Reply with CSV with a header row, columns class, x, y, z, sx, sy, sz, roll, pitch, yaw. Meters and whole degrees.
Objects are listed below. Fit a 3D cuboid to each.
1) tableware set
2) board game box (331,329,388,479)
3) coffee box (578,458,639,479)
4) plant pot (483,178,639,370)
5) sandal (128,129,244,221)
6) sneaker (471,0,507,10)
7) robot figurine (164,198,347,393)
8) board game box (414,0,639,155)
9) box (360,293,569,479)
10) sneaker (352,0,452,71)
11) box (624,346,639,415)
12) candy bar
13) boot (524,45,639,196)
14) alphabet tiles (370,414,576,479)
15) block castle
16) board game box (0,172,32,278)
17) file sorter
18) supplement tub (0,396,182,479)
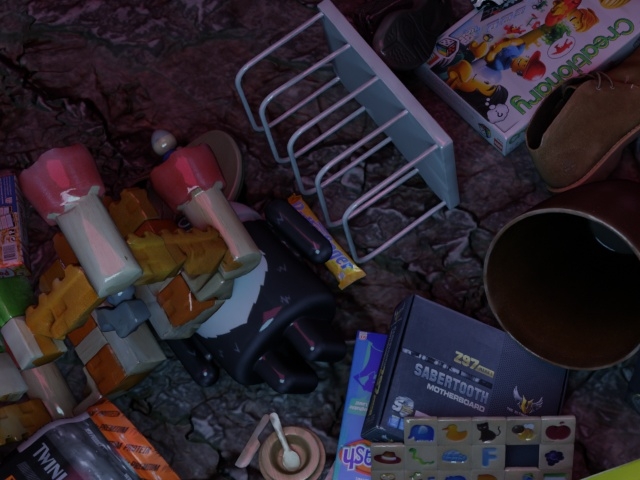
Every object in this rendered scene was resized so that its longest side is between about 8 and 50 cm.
class,x,y,z,sx,sy,sz,roll,pitch,yaw
tableware set,-0.065,0.315,1.668,0.128,0.039,0.194,25,70,16
board game box,0.108,0.229,1.683,0.160,0.047,0.210,8,66,4
coffee box,0.383,0.422,1.410,0.337,0.334,0.338,-19,64,-4
plant pot,0.349,0.014,1.670,0.215,0.215,0.230,28,36,17
sandal,-0.225,-0.040,1.825,0.303,0.086,0.120,-41,68,-13
sneaker,0.265,-0.355,1.899,0.109,0.040,0.044,-11,76,7
robot figurine,-0.094,0.073,1.710,0.209,0.173,0.278,-33,66,-24
board game box,0.309,-0.281,1.904,0.305,0.053,0.193,-39,67,-12
box,0.181,0.193,1.635,0.232,0.059,0.183,24,62,-13
sneaker,0.095,-0.289,1.878,0.130,0.087,0.227,-17,26,32
box,0.534,0.034,1.588,0.395,0.318,0.097,-42,69,-15
candy bar,0.000,0.000,1.823,0.040,0.018,0.161,-34,67,-11
boot,0.393,-0.197,1.808,0.305,0.115,0.112,-48,26,-17
alphabet tiles,0.179,0.285,1.582,0.237,0.198,0.009,-1,34,4
block castle,-0.315,0.061,1.579,0.453,0.303,0.213,-43,71,29
board game box,-0.508,-0.003,1.859,0.193,0.045,0.147,-11,65,0
file sorter,0.033,-0.141,1.793,0.173,0.193,0.278,-35,66,-7
supplement tub,-0.332,0.357,1.583,0.338,0.207,0.207,-42,68,-14
